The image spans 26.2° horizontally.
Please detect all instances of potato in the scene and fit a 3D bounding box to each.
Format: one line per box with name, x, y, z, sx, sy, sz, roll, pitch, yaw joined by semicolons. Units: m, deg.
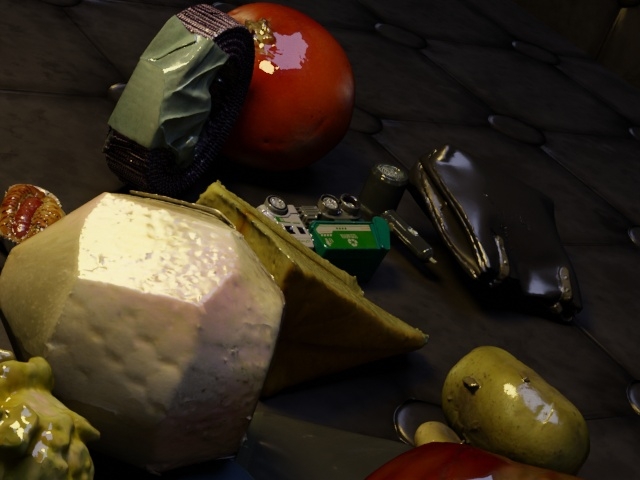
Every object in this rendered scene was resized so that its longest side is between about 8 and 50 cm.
potato;0.265;0.248;1.889;0.149;0.197;0.228;-34;65;-20
potato;0.177;0.297;1.829;0.092;0.070;0.138;23;9;-41

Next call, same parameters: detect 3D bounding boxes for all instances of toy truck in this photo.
toy truck;0.000;0.000;2.243;0.253;0.114;0.124;-1;45;-39

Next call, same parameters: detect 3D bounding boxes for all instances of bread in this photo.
bread;0.003;0.054;1.995;0.362;0.244;0.233;-8;37;-40

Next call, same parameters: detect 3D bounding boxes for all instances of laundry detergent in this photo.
laundry detergent;-0.159;0.312;1.561;0.206;0.061;0.096;-12;49;-48

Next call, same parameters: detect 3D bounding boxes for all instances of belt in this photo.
belt;-0.224;-0.222;2.241;0.122;0.324;0.260;31;8;20

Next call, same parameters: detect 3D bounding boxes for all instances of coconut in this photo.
coconut;-0.220;0.103;1.634;0.353;0.352;0.352;17;26;-9

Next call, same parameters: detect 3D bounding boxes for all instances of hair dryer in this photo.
hair dryer;0.142;-0.029;2.396;0.072;0.124;0.219;-2;38;-38

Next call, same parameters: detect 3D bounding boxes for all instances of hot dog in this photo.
hot dog;-0.428;-0.031;2.035;0.099;0.053;0.192;18;28;-16

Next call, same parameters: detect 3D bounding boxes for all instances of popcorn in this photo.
popcorn;-0.352;0.217;1.387;0.259;0.259;0.212;27;-4;12

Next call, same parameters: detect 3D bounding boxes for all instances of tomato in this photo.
tomato;-0.089;-0.268;2.503;0.322;0.321;0.321;17;26;-9

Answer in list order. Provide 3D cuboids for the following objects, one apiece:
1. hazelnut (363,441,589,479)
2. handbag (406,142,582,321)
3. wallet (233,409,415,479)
hazelnut;0.191;0.384;1.375;0.410;0.359;0.359;12;26;-2
handbag;0.322;0.004;2.430;0.342;0.152;0.288;23;31;-32
wallet;0.014;0.296;1.744;0.245;0.052;0.168;16;29;2
